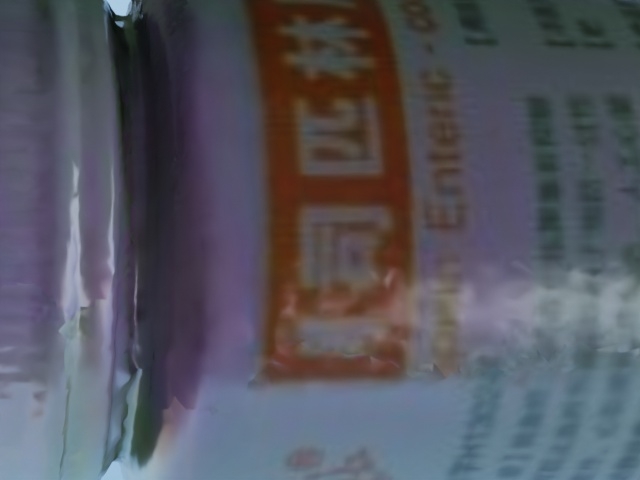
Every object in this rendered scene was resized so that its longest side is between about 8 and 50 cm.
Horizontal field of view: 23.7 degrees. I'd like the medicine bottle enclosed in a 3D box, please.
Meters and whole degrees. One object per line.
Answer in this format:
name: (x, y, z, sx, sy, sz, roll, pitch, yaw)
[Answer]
medicine bottle: (0.000, 0.000, 0.605, 0.219, 0.388, 0.219, -179, -90, -78)
